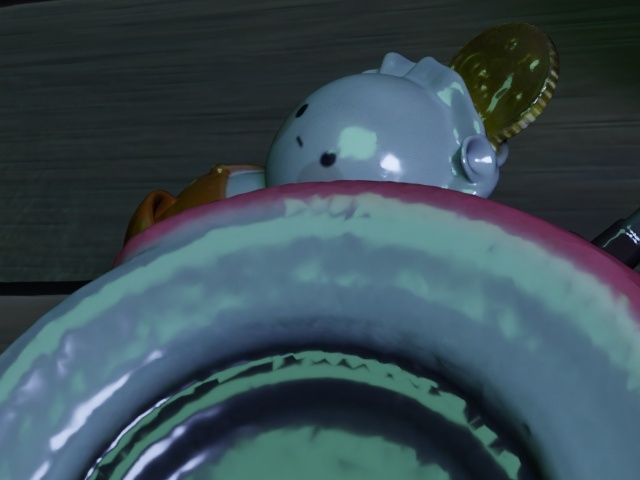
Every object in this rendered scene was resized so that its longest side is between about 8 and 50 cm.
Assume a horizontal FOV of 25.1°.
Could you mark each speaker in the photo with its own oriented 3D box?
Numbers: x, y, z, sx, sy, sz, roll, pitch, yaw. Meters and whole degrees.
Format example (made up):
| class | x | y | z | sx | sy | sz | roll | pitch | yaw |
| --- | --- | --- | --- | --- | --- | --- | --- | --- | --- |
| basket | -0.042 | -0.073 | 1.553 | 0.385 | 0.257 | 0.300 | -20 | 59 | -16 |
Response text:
| class | x | y | z | sx | sy | sz | roll | pitch | yaw |
| --- | --- | --- | --- | --- | --- | --- | --- | --- | --- |
| speaker | 0.012 | 0.123 | 0.437 | 0.294 | 0.294 | 0.294 | -16 | 41 | 15 |

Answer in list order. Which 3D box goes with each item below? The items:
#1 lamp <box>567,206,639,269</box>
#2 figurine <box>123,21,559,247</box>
| class | x | y | z | sx | sy | sz | roll | pitch | yaw |
| --- | --- | --- | --- | --- | --- | --- | --- | --- | --- |
| lamp | 0.230 | -0.018 | 0.570 | 0.283 | 0.203 | 0.124 | -29 | 83 | 17 |
| figurine | 0.004 | 0.006 | 0.664 | 0.271 | 0.143 | 0.143 | -32 | 39 | 9 |
